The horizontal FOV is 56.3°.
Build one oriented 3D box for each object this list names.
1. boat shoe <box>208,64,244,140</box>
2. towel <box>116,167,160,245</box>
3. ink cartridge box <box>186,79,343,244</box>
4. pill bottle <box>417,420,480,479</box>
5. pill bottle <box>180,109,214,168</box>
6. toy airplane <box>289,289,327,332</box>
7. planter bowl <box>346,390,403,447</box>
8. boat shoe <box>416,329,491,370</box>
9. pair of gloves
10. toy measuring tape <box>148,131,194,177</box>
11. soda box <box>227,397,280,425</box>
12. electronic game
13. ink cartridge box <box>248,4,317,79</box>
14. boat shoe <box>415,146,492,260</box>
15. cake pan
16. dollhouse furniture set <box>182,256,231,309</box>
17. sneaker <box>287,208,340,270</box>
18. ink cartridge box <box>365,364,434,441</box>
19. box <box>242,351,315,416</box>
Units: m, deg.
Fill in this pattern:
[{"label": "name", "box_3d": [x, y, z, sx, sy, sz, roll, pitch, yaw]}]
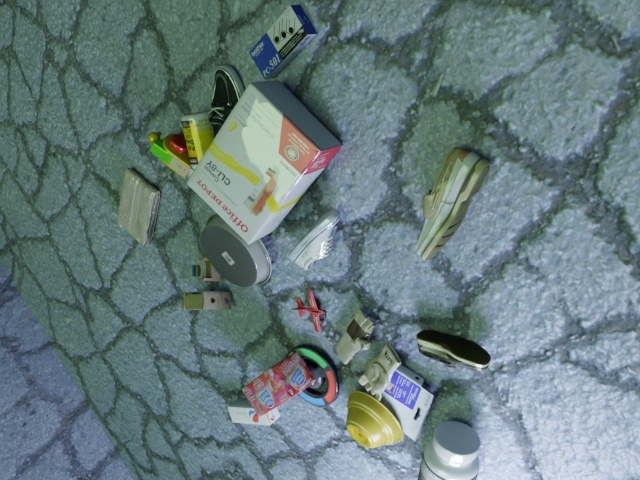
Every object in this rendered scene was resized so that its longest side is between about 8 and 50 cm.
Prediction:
[{"label": "boat shoe", "box_3d": [-0.300, -0.387, 1.862, 0.108, 0.102, 0.302, 14, 117, 34]}, {"label": "towel", "box_3d": [-0.720, -0.127, 2.351, 0.187, 0.049, 0.282, 36, 127, 21]}, {"label": "ink cartridge box", "box_3d": [-0.169, -0.221, 1.732, 0.279, 0.160, 0.385, 44, 120, 6]}, {"label": "pill bottle", "box_3d": [0.372, 0.675, 1.742, 0.162, 0.162, 0.279, 23, 121, 30]}, {"label": "pill bottle", "box_3d": [-0.376, -0.308, 1.947, 0.117, 0.117, 0.215, 3, 110, 38]}, {"label": "toy airplane", "box_3d": [-0.036, 0.230, 1.966, 0.151, 0.028, 0.151, 16, 117, 34]}, {"label": "planter bowl", "box_3d": [0.147, 0.585, 1.887, 0.217, 0.090, 0.217, 33, 146, 26]}, {"label": "boat shoe", "box_3d": [0.365, 0.313, 1.651, 0.223, 0.080, 0.074, 17, 124, 39]}, {"label": "pair of gloves", "box_3d": [0.145, 0.342, 1.819, 0.240, 0.042, 0.204, 51, 132, 36]}, {"label": "toy measuring tape", "box_3d": [-0.443, -0.269, 2.055, 0.330, 0.121, 0.121, 36, 131, -7]}, {"label": "soda box", "box_3d": [-0.259, 0.658, 2.305, 0.216, 0.069, 0.074, -11, 102, 41]}, {"label": "electronic game", "box_3d": [-0.031, 0.465, 2.051, 0.229, 0.048, 0.230, 16, 118, 33]}, {"label": "ink cartridge box", "box_3d": [-0.109, -0.551, 1.675, 0.207, 0.046, 0.097, -34, 85, 42]}, {"label": "boat shoe", "box_3d": [0.310, -0.091, 1.502, 0.103, 0.113, 0.303, 38, 117, 22]}, {"label": "cake pan", "box_3d": [-0.295, 0.043, 2.032, 0.293, 0.054, 0.293, 25, 138, 25]}, {"label": "dollhouse furniture set", "box_3d": [-0.415, 0.162, 2.201, 0.129, 0.128, 0.184, -7, 80, 41]}, {"label": "sneaker", "box_3d": [0.000, 0.000, 1.811, 0.091, 0.094, 0.258, 39, 135, -4]}, {"label": "ink cartridge box", "box_3d": [0.242, 0.480, 1.839, 0.208, 0.045, 0.207, 32, 126, 27]}, {"label": "box", "box_3d": [-0.147, 0.496, 2.055, 0.123, 0.128, 0.257, 57, 139, 9]}]
